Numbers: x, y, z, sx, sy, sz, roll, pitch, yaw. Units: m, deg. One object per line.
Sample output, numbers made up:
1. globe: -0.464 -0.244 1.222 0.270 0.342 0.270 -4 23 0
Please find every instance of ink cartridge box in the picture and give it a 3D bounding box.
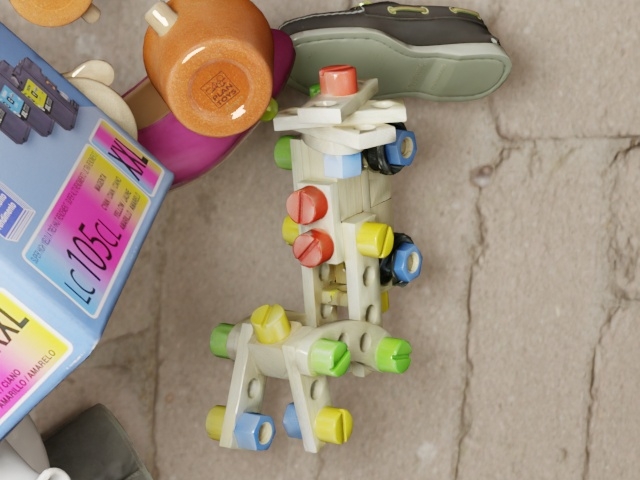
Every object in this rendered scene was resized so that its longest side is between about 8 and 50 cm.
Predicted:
1. ink cartridge box: -0.300 -0.075 1.199 0.395 0.270 0.151 40 112 -12

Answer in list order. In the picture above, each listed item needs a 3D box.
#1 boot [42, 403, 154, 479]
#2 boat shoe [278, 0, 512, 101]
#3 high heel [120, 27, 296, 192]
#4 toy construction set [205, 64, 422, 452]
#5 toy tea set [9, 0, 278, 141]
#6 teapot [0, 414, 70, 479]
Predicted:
1. boot: -0.213 0.254 1.530 0.208 0.076 0.189 -28 101 -35
2. boat shoe: 0.054 -0.164 1.656 0.228 0.068 0.081 2 139 -32
3. high heel: -0.183 -0.101 1.460 0.377 0.127 0.181 -41 115 -28
4. toy construction set: 0.000 0.000 1.583 0.215 0.151 0.327 -26 131 -50
5. toy tea set: -0.139 -0.204 1.354 0.200 0.124 0.336 -9 116 -5
6. teapot: -0.269 0.215 1.314 0.252 0.187 0.256 -45 165 -3
